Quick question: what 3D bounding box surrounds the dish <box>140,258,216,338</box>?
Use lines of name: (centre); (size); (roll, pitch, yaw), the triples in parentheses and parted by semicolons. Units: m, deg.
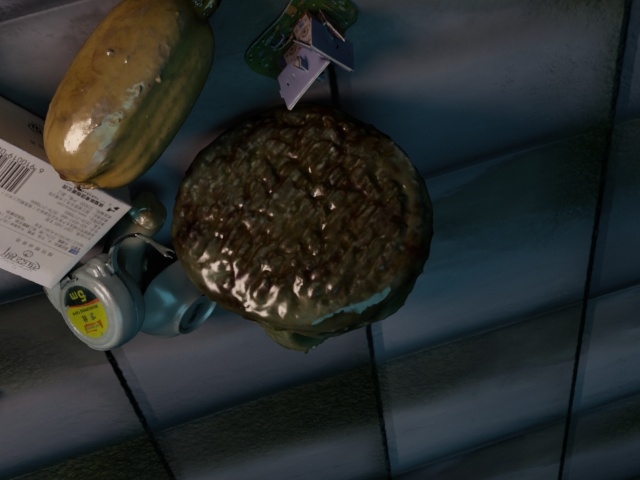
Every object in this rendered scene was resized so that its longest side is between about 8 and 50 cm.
dish: (-0.228, 0.107, 1.500); (0.191, 0.066, 0.190); (-43, 158, -22)

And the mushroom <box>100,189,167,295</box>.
mushroom: (-0.318, 0.032, 1.438); (0.099, 0.096, 0.278); (5, 127, -28)

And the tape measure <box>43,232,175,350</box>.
tape measure: (-0.286, 0.072, 1.328); (0.330, 0.084, 0.164); (-18, 108, 38)

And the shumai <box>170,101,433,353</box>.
shumai: (0.000, 0.000, 1.404); (0.395, 0.395, 0.348); (-27, 159, 5)

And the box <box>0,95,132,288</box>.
box: (-0.445, -0.073, 1.264); (0.203, 0.116, 0.274); (-43, 132, 20)

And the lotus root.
lotus root: (-0.242, -0.220, 1.167); (0.342, 0.151, 0.169); (-58, 147, 4)

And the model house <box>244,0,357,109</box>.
model house: (-0.017, -0.270, 1.260); (0.117, 0.088, 0.167); (25, 120, -39)
